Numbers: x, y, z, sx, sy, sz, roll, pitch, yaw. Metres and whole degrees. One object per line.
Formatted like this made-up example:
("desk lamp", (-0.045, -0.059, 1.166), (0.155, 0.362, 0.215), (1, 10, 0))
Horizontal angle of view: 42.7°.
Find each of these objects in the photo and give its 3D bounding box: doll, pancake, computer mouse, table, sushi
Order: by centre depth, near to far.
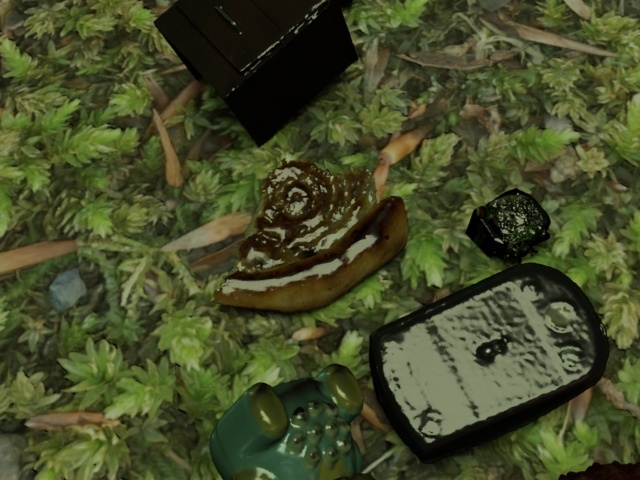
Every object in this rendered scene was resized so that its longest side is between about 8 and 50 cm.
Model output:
("doll", (0.000, 0.283, 0.863), (0.177, 0.161, 0.260), (-5, 54, -45))
("computer mouse", (0.193, 0.141, 0.961), (0.269, 0.100, 0.170), (-22, 62, -4))
("pancake", (0.000, 0.000, 1.062), (0.212, 0.056, 0.257), (17, 66, 10))
("sushi", (0.251, -0.016, 1.063), (0.083, 0.056, 0.084), (-32, 66, -21))
("table", (-0.085, -0.275, 1.115), (0.193, 0.172, 0.169), (-41, 69, -1))

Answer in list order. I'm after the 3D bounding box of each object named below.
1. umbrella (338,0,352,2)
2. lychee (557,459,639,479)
("umbrella", (-0.058, -0.393, 1.256), (0.224, 0.080, 0.071), (3, 29, 0))
("lychee", (0.302, 0.349, 0.770), (0.276, 0.304, 0.275), (2, 85, -24))
